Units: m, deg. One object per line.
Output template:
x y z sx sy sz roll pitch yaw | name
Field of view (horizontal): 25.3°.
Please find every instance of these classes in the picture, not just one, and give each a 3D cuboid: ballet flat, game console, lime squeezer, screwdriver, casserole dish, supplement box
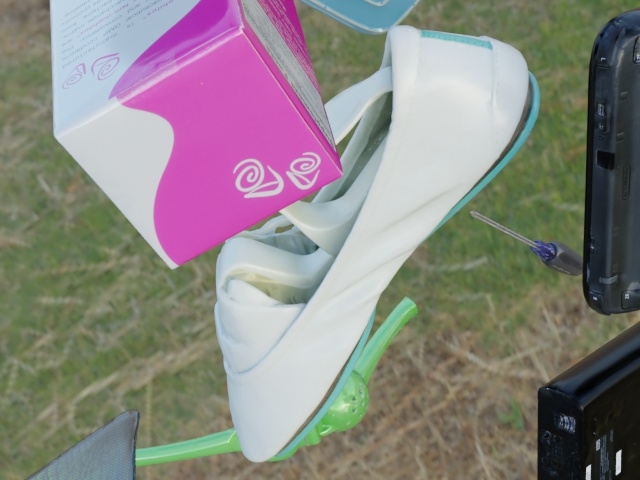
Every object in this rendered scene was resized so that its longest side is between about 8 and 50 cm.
0.000 0.000 1.041 0.400 0.139 0.139 -55 32 31 | ballet flat
0.222 0.017 0.939 0.213 0.361 0.044 -25 34 -38 | game console
-0.030 0.138 1.236 0.310 0.059 0.110 -27 45 -14 | lime squeezer
0.168 0.000 1.179 0.025 0.170 0.024 24 91 48 | screwdriver
0.024 -0.233 1.186 0.114 0.188 0.037 -47 40 24 | casserole dish
-0.076 -0.108 0.794 0.111 0.114 0.220 -28 37 11 | supplement box

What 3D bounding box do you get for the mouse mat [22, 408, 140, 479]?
-0.149 0.180 0.704 0.152 0.007 0.190 -35 32 21 | mouse mat
